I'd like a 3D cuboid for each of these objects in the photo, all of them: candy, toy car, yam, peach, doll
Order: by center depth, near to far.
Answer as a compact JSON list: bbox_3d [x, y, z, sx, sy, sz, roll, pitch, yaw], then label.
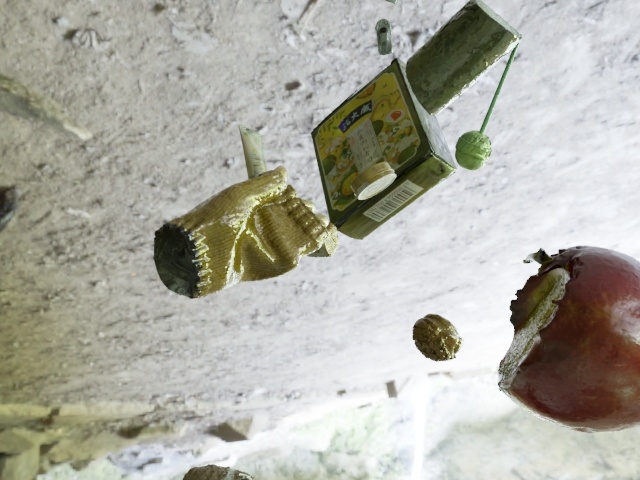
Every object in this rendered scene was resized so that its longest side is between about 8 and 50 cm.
[{"bbox_3d":[0.501,0.187,1.189,0.310,0.335,0.406,17,164,11],"label":"peach"},{"bbox_3d":[-0.241,0.545,1.402,0.221,0.114,0.105,-7,-163,17],"label":"doll"},{"bbox_3d":[0.325,-0.437,1.519,0.161,0.161,0.268,13,140,-41],"label":"yam"},{"bbox_3d":[0.410,-0.326,1.528,0.093,0.335,0.092,15,-168,-31],"label":"candy"},{"bbox_3d":[0.161,-0.517,1.634,0.041,0.093,0.025,-8,180,13],"label":"toy car"}]

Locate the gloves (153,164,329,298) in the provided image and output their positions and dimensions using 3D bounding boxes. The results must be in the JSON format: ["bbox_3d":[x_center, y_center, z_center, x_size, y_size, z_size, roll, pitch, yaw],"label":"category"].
[{"bbox_3d":[-0.140,-0.017,1.177,0.356,0.203,0.155,-21,-161,-37],"label":"gloves"}]

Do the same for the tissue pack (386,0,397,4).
[{"bbox_3d":[0.163,-0.704,1.606,0.123,0.193,0.026,20,-168,4],"label":"tissue pack"}]

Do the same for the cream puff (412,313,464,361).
[{"bbox_3d":[0.295,0.255,1.652,0.126,0.103,0.144,19,154,42],"label":"cream puff"}]

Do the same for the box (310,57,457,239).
[{"bbox_3d":[0.167,-0.265,1.886,0.138,0.420,0.373,26,129,-38],"label":"box"}]

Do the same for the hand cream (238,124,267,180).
[{"bbox_3d":[-0.130,-0.168,1.293,0.061,0.143,0.039,15,141,-40],"label":"hand cream"}]

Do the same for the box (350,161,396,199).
[{"bbox_3d":[0.120,-0.136,1.470,0.106,0.037,0.105,-29,165,-8],"label":"box"}]

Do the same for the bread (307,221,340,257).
[{"bbox_3d":[-0.001,-0.001,1.629,0.083,0.070,0.076,1,125,35],"label":"bread"}]
